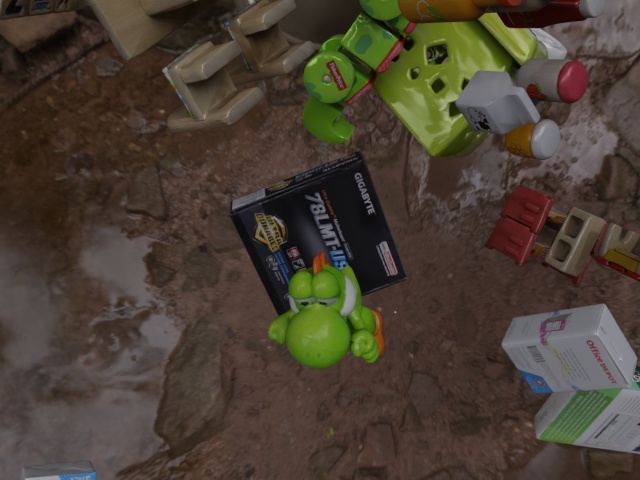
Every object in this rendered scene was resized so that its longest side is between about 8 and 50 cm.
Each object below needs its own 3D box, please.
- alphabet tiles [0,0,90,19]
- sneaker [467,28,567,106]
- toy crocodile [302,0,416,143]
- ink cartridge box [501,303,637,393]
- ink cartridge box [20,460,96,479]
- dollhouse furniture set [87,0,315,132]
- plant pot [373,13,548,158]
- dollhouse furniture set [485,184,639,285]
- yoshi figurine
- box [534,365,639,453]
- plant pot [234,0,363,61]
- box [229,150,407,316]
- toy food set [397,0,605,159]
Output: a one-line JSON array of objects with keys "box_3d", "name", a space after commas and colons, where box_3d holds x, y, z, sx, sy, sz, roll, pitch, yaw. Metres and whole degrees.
[{"box_3d": [-0.245, -0.293, 0.580, 0.009, 0.237, 0.198, 29, 119, 4], "name": "alphabet tiles"}, {"box_3d": [0.336, -0.385, 1.416, 0.323, 0.130, 0.236, 33, 127, 6], "name": "sneaker"}, {"box_3d": [0.073, -0.272, 0.859, 0.105, 0.115, 0.340, 33, 122, -7], "name": "toy crocodile"}, {"box_3d": [0.294, 0.131, 0.774, 0.088, 0.122, 0.052, 53, 50, -17], "name": "ink cartridge box"}, {"box_3d": [-0.413, 0.444, 1.014, 0.104, 0.061, 0.181, 5, 89, -29], "name": "ink cartridge box"}, {"box_3d": [-0.108, -0.238, 0.545, 0.161, 0.212, 0.242, 3, 41, 43], "name": "dollhouse furniture set"}, {"box_3d": [0.205, -0.275, 0.990, 0.207, 0.227, 0.228, -43, 79, 25], "name": "plant pot"}, {"box_3d": [0.530, 0.031, 1.284, 0.201, 0.374, 0.152, 17, 103, -28], "name": "dollhouse furniture set"}, {"box_3d": [0.013, 0.165, 1.208, 0.203, 0.362, 0.203, -35, 67, 1], "name": "yoshi figurine"}, {"box_3d": [0.598, 0.323, 1.230, 0.322, 0.232, 0.058, 8, 48, -2], "name": "box"}, {"box_3d": [0.015, -0.548, 1.254, 0.323, 0.280, 0.323, 3, 82, -21], "name": "plant pot"}, {"box_3d": [0.000, 0.000, 1.376, 0.293, 0.073, 0.295, -20, 115, 5], "name": "box"}, {"box_3d": [0.179, -0.158, 0.555, 0.104, 0.232, 0.111, 23, 74, 51], "name": "toy food set"}]
